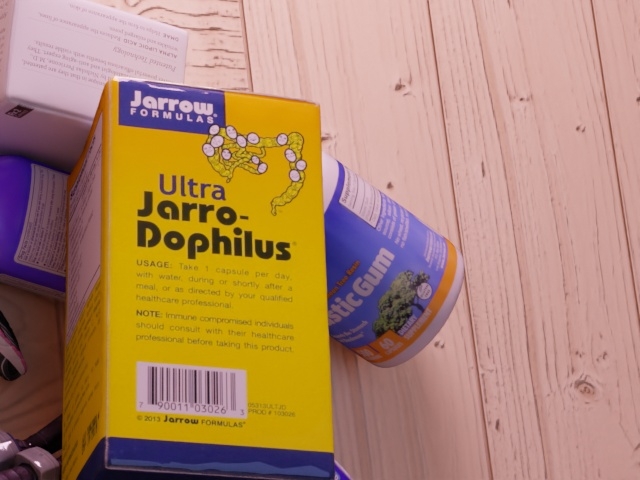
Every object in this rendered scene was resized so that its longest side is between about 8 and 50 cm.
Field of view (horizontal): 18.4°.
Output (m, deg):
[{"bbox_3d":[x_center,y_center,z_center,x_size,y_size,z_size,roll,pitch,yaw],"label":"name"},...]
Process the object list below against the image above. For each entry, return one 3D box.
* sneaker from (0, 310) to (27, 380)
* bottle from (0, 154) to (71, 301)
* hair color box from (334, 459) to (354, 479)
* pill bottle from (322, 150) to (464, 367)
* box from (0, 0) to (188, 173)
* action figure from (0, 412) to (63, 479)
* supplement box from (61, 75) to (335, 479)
[{"bbox_3d":[-0.346,0.073,1.802,0.077,0.072,0.178,-40,118,4],"label":"sneaker"},{"bbox_3d":[-0.286,-0.018,1.841,0.282,0.092,0.118,18,68,-29],"label":"bottle"},{"bbox_3d":[-0.133,0.321,1.800,0.110,0.185,0.339,46,58,-16],"label":"hair color box"},{"bbox_3d":[0.000,0.000,1.992,0.272,0.152,0.152,34,61,-22],"label":"pill bottle"},{"bbox_3d":[-0.246,-0.141,1.844,0.182,0.181,0.119,15,71,-31],"label":"box"},{"bbox_3d":[-0.200,0.174,1.811,0.285,0.185,0.099,-27,133,-30],"label":"action figure"},{"bbox_3d":[-0.111,0.066,1.702,0.195,0.194,0.357,6,63,-16],"label":"supplement box"}]
